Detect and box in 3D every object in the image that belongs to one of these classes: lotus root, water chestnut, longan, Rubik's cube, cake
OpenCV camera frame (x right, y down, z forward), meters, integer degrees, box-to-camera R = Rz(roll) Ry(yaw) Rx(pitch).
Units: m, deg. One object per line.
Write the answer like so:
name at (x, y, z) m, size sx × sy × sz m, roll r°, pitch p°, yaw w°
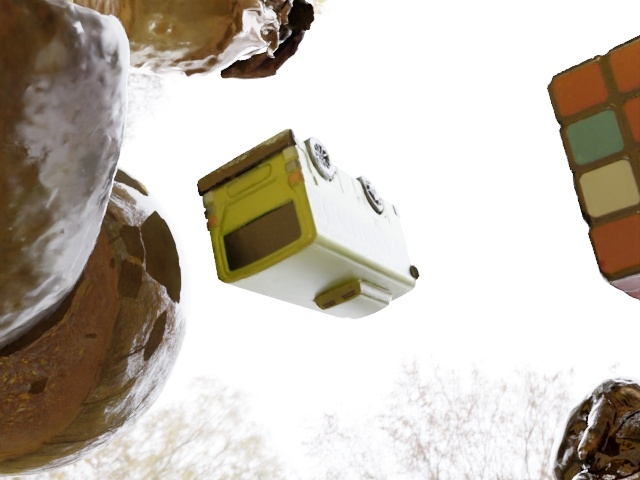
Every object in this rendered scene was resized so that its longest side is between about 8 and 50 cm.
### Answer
lotus root at (-0.253, -0.019, 0.368) m, size 0.210 × 0.142 × 0.314 m, roll 29°, pitch -65°, yaw -3°
water chestnut at (0.440, 0.335, 0.873) m, size 0.244 × 0.289 × 0.289 m, roll 13°, pitch -73°, yaw 9°
longan at (-0.279, 0.068, 0.633) m, size 0.319 × 0.319 × 0.318 m, roll 5°, pitch -76°, yaw 22°
Rubik's cube at (0.265, -0.050, 0.423) m, size 0.155 × 0.151 × 0.154 m, roll -22°, pitch -117°, yaw 35°
cake at (-0.162, -0.386, 0.906) m, size 0.332 × 0.321 × 0.332 m, roll 9°, pitch -79°, yaw 56°

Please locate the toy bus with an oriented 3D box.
toy bus at (0.000, 0.000, 0.708) m, size 0.128 × 0.262 × 0.150 m, roll -26°, pitch -117°, yaw 23°
